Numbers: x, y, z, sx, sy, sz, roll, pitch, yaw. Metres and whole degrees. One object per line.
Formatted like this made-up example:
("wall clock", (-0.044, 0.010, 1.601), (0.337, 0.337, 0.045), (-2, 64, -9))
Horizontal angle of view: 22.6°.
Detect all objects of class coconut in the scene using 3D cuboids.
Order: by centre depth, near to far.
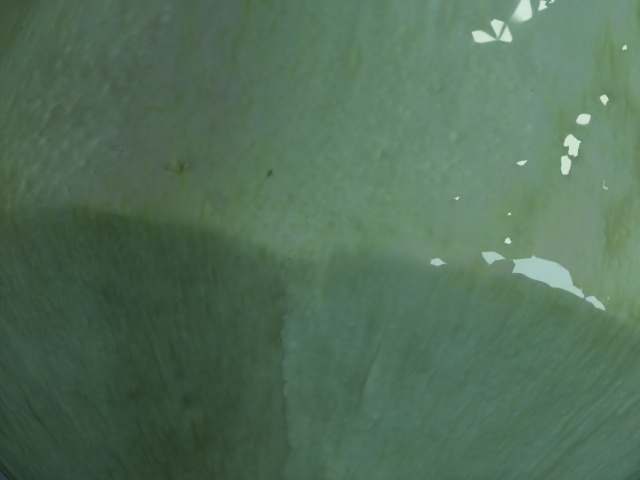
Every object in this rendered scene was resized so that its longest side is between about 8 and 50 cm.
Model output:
("coconut", (0.000, 0.000, 0.544), (0.329, 0.329, 0.328), (-3, 93, -55))
